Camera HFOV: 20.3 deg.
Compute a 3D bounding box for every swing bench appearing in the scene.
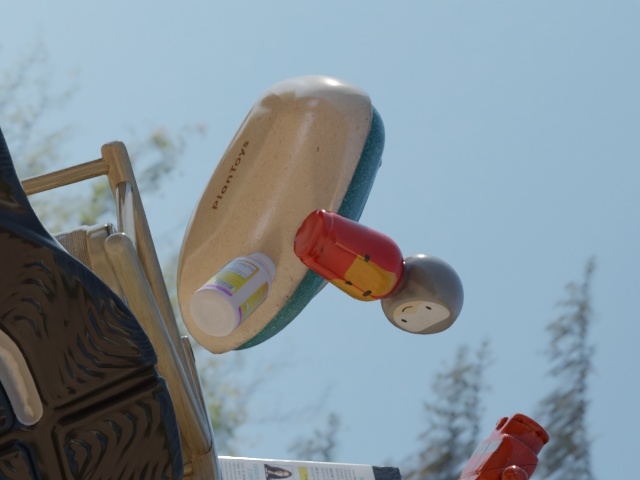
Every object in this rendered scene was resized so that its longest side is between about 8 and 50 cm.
[{"bbox_3d":[-0.223,0.100,1.278,0.165,0.253,0.254,-104,180,-61],"label":"swing bench"}]

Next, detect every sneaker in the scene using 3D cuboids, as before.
[{"bbox_3d":[-0.217,0.032,1.021,0.257,0.169,0.447,23,-45,69],"label":"sneaker"}]

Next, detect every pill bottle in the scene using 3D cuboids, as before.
[{"bbox_3d":[-0.068,0.041,1.443,0.043,0.083,0.043,13,-59,23],"label":"pill bottle"}]

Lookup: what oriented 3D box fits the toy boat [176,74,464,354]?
[{"bbox_3d":[0.000,0.000,1.527,0.148,0.267,0.318,28,1,-26],"label":"toy boat"}]

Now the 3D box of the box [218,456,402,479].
[{"bbox_3d":[-0.036,0.271,1.787,0.100,0.244,0.060,-103,-159,-58],"label":"box"}]

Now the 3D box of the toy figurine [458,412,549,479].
[{"bbox_3d":[0.201,0.265,1.445,0.213,0.148,0.209,19,-30,29],"label":"toy figurine"}]
